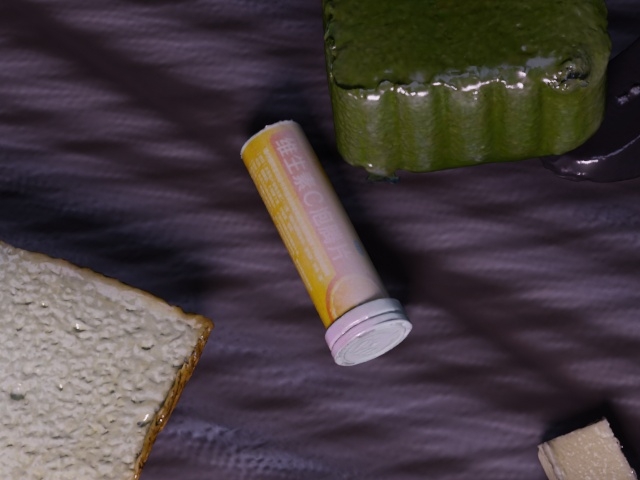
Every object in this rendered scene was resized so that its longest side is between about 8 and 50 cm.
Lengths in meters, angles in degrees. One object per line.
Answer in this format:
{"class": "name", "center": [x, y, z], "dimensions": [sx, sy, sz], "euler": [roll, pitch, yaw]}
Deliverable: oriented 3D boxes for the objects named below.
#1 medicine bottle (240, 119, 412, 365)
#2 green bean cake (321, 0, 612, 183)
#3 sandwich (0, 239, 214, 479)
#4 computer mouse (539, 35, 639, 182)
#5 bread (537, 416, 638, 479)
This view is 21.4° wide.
{"class": "medicine bottle", "center": [0.000, 0.000, 1.475], "dimensions": [0.074, 0.074, 0.218], "euler": [-19, 65, -20]}
{"class": "green bean cake", "center": [0.127, -0.193, 1.528], "dimensions": [0.250, 0.156, 0.247], "euler": [-5, 60, 3]}
{"class": "sandwich", "center": [-0.229, 0.140, 1.344], "dimensions": [0.226, 0.087, 0.251], "euler": [22, 58, -1]}
{"class": "computer mouse", "center": [0.295, -0.118, 1.583], "dimensions": [0.217, 0.073, 0.122], "euler": [-31, 57, -8]}
{"class": "bread", "center": [0.242, 0.227, 1.422], "dimensions": [0.068, 0.028, 0.153], "euler": [-18, 68, -19]}
